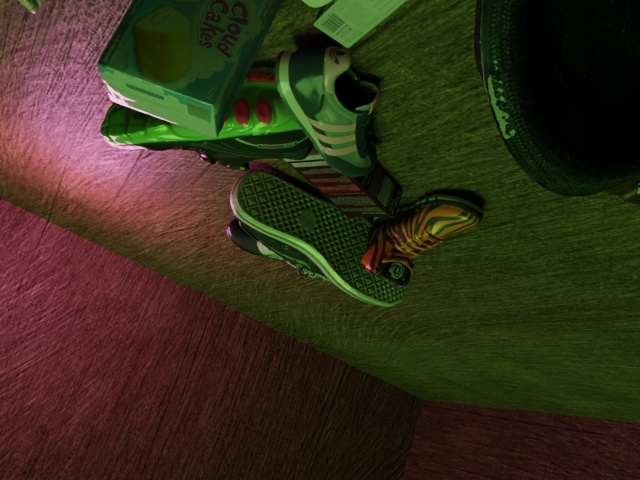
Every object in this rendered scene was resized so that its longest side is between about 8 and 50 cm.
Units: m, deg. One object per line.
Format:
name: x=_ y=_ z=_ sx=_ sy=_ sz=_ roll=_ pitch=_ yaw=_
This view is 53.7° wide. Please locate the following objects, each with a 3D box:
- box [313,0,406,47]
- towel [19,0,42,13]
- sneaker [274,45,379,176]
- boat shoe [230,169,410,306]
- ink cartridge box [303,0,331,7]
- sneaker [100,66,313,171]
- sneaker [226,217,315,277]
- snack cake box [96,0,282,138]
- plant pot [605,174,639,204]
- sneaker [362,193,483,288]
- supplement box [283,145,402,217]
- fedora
box: x=0.100 y=-0.334 z=0.752 sx=0.067 sy=0.063 sz=0.324 roll=27 pitch=159 yaw=-22
towel: x=-0.505 y=-0.485 z=0.788 sx=0.317 sy=0.053 sz=0.331 roll=41 pitch=166 yaw=20
sneaker: x=0.051 y=-0.205 z=1.067 sx=0.131 sy=0.112 sz=0.319 roll=-3 pitch=156 yaw=28
boat shoe: x=0.000 y=0.000 z=1.545 sx=0.501 sy=0.186 sz=0.156 roll=30 pitch=163 yaw=-12
ink cartridge box: x=0.049 y=-0.368 z=0.544 sx=0.207 sy=0.119 sz=0.354 roll=24 pitch=154 yaw=-37
sneaker: x=-0.228 y=-0.208 z=1.209 sx=0.483 sy=0.185 sz=0.202 roll=9 pitch=153 yaw=30
sneaker: x=-0.094 y=-0.016 z=1.706 sx=0.331 sy=0.122 sz=0.146 roll=19 pitch=142 yaw=7
snack cake box: x=-0.157 y=-0.283 z=0.830 sx=0.152 sy=0.264 sz=0.089 roll=19 pitch=159 yaw=2
plant pot: x=0.425 y=-0.142 z=0.793 sx=0.167 sy=0.165 sz=0.167 roll=17 pitch=159 yaw=7
sneaker: x=0.211 y=0.013 z=1.365 sx=0.125 sy=0.180 sz=0.321 roll=29 pitch=158 yaw=-24
supplement box: x=0.050 y=-0.134 z=1.295 sx=0.130 sy=0.073 sz=0.239 roll=2 pitch=152 yaw=41
fedora: x=0.258 y=-0.217 z=0.665 sx=0.334 sy=0.334 sz=0.152 roll=33 pitch=-178 yaw=-32
